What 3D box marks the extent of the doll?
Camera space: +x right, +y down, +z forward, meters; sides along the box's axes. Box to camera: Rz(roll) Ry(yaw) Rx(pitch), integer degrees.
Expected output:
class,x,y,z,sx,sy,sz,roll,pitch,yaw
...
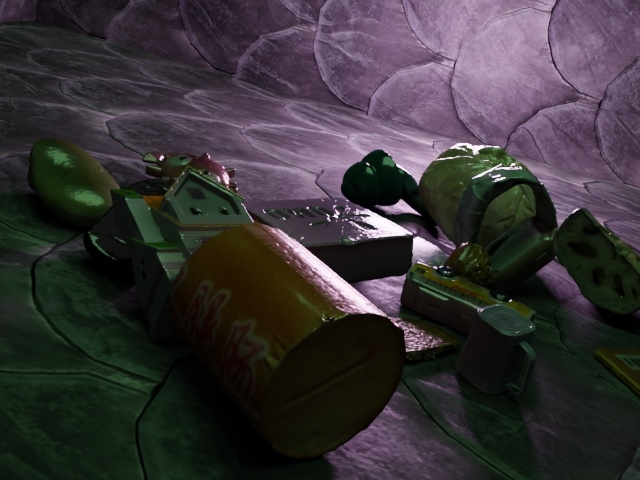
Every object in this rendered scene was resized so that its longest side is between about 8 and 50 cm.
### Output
class,x,y,z,sx,sy,sz,roll,pitch,yaw
doll,-0.322,-0.164,1.836,0.262,0.093,0.211,26,29,21

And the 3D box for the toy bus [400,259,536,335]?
class,x,y,z,sx,sy,sz,roll,pitch,yaw
toy bus,0.287,0.132,1.491,0.268,0.092,0.106,24,32,24

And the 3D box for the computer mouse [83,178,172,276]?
class,x,y,z,sx,sy,sz,roll,pitch,yaw
computer mouse,-0.350,-0.017,1.423,0.138,0.086,0.269,26,37,-2

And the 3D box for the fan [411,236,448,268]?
class,x,y,z,sx,sy,sz,roll,pitch,yaw
fan,0.253,0.036,1.828,0.131,0.009,0.240,17,20,6

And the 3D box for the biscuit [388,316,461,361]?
class,x,y,z,sx,sy,sz,roll,pitch,yaw
biscuit,0.154,0.178,1.354,0.206,0.025,0.126,-1,25,-39

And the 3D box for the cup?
class,x,y,z,sx,sy,sz,roll,pitch,yaw
cup,0.311,0.196,1.275,0.095,0.129,0.128,-9,33,-35

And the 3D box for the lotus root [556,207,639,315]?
class,x,y,z,sx,sy,sz,roll,pitch,yaw
lotus root,0.687,0.054,1.820,0.267,0.149,0.260,52,22,13

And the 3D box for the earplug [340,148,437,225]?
class,x,y,z,sx,sy,sz,roll,pitch,yaw
earplug,0.193,-0.134,2.101,0.280,0.257,0.164,-11,-9,-21

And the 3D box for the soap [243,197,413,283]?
class,x,y,z,sx,sy,sz,roll,pitch,yaw
soap,0.000,0.000,1.570,0.296,0.107,0.285,-7,24,-35

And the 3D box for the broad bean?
class,x,y,z,sx,sy,sz,roll,pitch,yaw
broad bean,-0.509,-0.106,1.555,0.189,0.121,0.263,-1,40,-49

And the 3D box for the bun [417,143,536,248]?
class,x,y,z,sx,sy,sz,roll,pitch,yaw
bun,0.444,-0.120,1.967,0.352,0.227,0.349,33,35,1

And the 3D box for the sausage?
class,x,y,z,sx,sy,sz,roll,pitch,yaw
sausage,-0.055,0.130,1.044,0.233,0.233,0.287,0,25,-35

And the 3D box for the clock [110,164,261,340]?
class,x,y,z,sx,sy,sz,roll,pitch,yaw
clock,-0.216,0.009,1.279,0.235,0.166,0.309,-1,43,-37

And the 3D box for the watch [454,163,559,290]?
class,x,y,z,sx,sy,sz,roll,pitch,yaw
watch,0.422,-0.040,1.722,0.241,0.253,0.162,48,8,-24

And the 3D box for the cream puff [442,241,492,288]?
class,x,y,z,sx,sy,sz,roll,pitch,yaw
cream puff,0.318,0.069,1.622,0.103,0.126,0.144,34,32,7

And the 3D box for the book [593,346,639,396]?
class,x,y,z,sx,sy,sz,roll,pitch,yaw
book,0.730,0.311,1.399,0.263,0.028,0.374,8,21,-20
